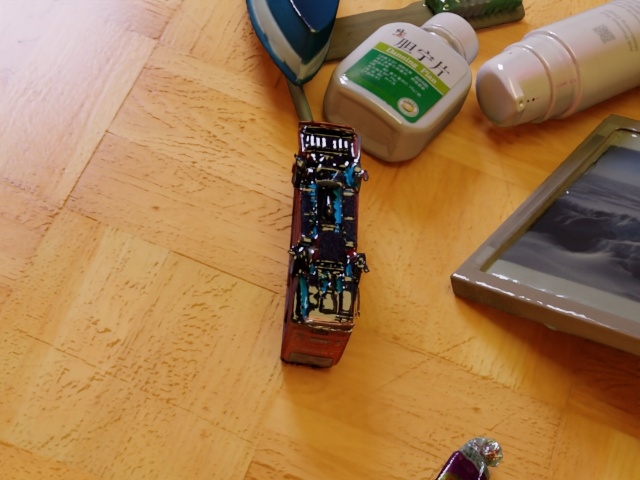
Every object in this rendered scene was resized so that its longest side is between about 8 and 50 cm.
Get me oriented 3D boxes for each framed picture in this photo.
[{"bbox_3d":[0.392,0.016,1.466,0.446,0.028,0.326,18,43,33],"label":"framed picture"}]

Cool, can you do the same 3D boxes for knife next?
[{"bbox_3d":[-0.033,-0.178,1.616,0.015,0.028,0.210,-16,56,-5],"label":"knife"}]

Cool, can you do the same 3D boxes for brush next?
[{"bbox_3d":[0.104,-0.244,1.704,0.282,0.048,0.054,-16,60,-26],"label":"brush"}]

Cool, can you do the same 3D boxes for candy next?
[{"bbox_3d":[0.105,0.221,1.323,0.045,0.043,0.175,40,50,3],"label":"candy"}]

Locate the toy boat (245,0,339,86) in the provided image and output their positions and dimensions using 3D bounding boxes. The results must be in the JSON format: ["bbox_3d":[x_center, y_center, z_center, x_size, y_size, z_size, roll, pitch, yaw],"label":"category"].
[{"bbox_3d":[-0.024,-0.265,1.633,0.096,0.062,0.299,16,38,-19],"label":"toy boat"}]

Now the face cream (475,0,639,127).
[{"bbox_3d":[0.306,-0.203,1.697,0.345,0.102,0.102,-23,62,-31],"label":"face cream"}]

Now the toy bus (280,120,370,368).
[{"bbox_3d":[0.000,0.000,1.435,0.073,0.096,0.235,10,50,-9],"label":"toy bus"}]

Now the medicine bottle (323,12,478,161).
[{"bbox_3d":[0.092,-0.165,1.619,0.119,0.069,0.183,35,49,13],"label":"medicine bottle"}]
